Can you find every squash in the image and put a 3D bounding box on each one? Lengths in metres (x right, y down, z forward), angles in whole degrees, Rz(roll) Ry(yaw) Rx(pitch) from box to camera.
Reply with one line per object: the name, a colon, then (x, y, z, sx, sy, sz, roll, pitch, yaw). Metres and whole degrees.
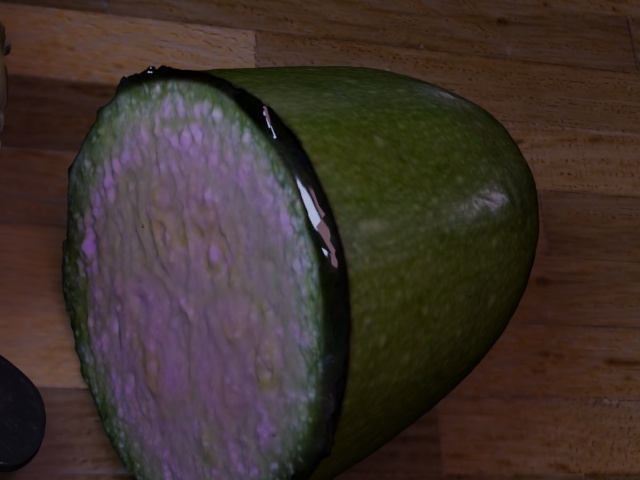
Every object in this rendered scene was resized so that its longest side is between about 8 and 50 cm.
squash: (0.023, 0.023, 1.054, 0.309, 0.310, 0.310, -7, 70, -40)

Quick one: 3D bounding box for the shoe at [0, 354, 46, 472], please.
shoe: (-0.255, 0.098, 1.016, 0.179, 0.049, 0.071, 39, 45, 18)

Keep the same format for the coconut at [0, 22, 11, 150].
coconut: (-0.360, -0.112, 0.874, 0.405, 0.404, 0.404, 9, 65, -19)
